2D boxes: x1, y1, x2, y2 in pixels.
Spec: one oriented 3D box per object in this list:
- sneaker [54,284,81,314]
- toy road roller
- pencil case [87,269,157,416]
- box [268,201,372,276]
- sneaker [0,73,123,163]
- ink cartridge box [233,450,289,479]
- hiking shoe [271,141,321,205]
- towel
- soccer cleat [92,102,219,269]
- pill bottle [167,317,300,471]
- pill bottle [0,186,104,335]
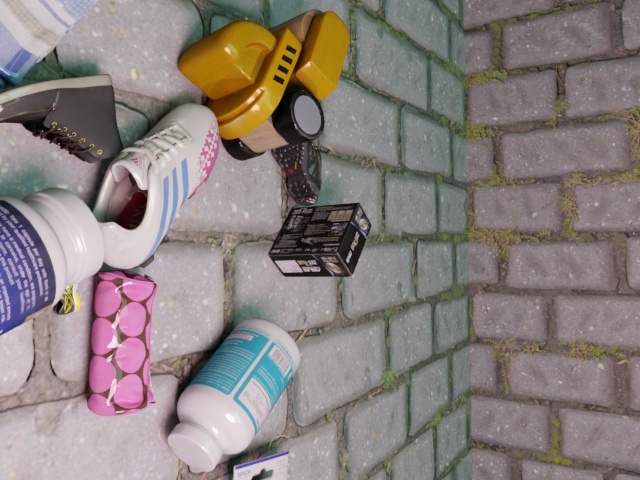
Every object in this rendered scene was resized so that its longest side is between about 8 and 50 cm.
[{"bbox_3d":[-0.360,0.066,0.790,0.035,0.031,0.083,-28,112,-55],"label":"sneaker"},{"bbox_3d":[-0.109,-0.330,1.059,0.240,0.202,0.330,41,55,-38],"label":"toy road roller"},{"bbox_3d":[-0.291,0.149,0.845,0.098,0.095,0.209,3,88,-23],"label":"pencil case"},{"bbox_3d":[0.000,0.000,1.232,0.077,0.180,0.147,57,43,-38],"label":"box"},{"bbox_3d":[-0.353,-0.152,0.761,0.222,0.083,0.118,-37,120,-54],"label":"sneaker"},{"bbox_3d":[-0.143,0.605,1.091,0.175,0.069,0.371,15,79,-57],"label":"ink cartridge box"},{"bbox_3d":[-0.050,-0.196,1.273,0.114,0.086,0.227,-66,148,-56],"label":"hiking shoe"},{"bbox_3d":[-0.398,-0.365,0.744,0.209,0.034,0.285,56,44,-40],"label":"towel"},{"bbox_3d":[-0.247,-0.112,0.869,0.143,0.116,0.331,86,19,-59],"label":"soccer cleat"},{"bbox_3d":[-0.154,0.271,1.008,0.264,0.146,0.146,-51,131,-46],"label":"pill bottle"},{"bbox_3d":[-0.388,0.036,0.631,0.264,0.153,0.153,-36,119,-52],"label":"pill bottle"}]
